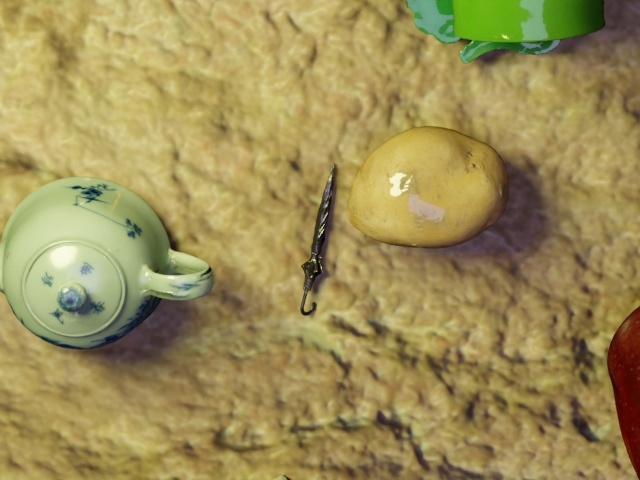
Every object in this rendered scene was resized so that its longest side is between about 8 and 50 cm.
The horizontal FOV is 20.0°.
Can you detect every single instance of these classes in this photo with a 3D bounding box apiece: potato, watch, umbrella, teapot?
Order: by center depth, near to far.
[{"bbox_3d":[0.160,-0.208,1.562,0.165,0.152,0.131,-3,108,-2],"label":"watch"},{"bbox_3d":[-0.211,0.032,1.623,0.232,0.159,0.159,0,105,-1],"label":"teapot"},{"bbox_3d":[0.097,-0.048,1.631,0.147,0.112,0.112,-8,106,-7],"label":"potato"},{"bbox_3d":[-0.003,0.000,1.684,0.022,0.022,0.148,-7,111,-43],"label":"umbrella"}]

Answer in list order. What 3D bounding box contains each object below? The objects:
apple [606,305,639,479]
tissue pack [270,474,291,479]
[{"bbox_3d":[0.365,0.144,1.629,0.201,0.218,0.218,-18,105,-1],"label":"apple"},{"bbox_3d":[-0.026,0.323,1.731,0.090,0.103,0.170,-27,105,-1],"label":"tissue pack"}]
